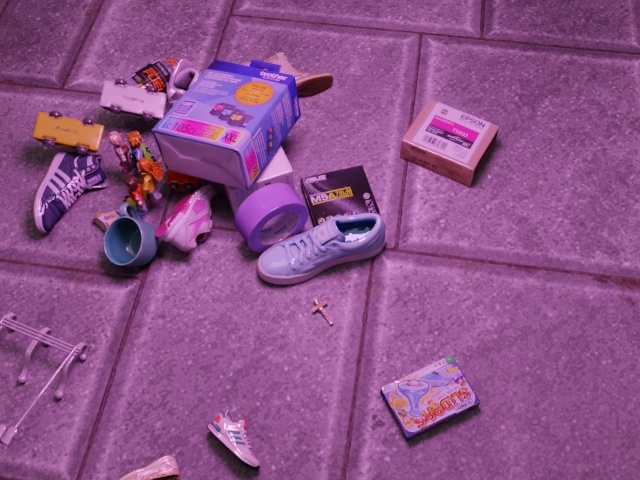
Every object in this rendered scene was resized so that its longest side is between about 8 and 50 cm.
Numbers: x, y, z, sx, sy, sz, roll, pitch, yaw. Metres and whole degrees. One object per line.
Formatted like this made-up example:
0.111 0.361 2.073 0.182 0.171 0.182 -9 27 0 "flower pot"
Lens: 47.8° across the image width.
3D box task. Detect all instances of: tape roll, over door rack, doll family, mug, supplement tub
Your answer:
-0.131 -0.060 1.940 0.188 0.189 0.080 -29 62 -16 "tape roll"
-0.752 0.335 1.736 0.239 0.108 0.324 19 39 12 "over door rack"
-0.497 -0.212 1.993 0.118 0.163 0.263 -21 60 -12 "doll family"
-0.497 -0.007 1.946 0.129 0.097 0.158 24 93 24 "mug"
-0.527 -0.488 2.260 0.190 0.117 0.117 -39 65 -21 "supplement tub"

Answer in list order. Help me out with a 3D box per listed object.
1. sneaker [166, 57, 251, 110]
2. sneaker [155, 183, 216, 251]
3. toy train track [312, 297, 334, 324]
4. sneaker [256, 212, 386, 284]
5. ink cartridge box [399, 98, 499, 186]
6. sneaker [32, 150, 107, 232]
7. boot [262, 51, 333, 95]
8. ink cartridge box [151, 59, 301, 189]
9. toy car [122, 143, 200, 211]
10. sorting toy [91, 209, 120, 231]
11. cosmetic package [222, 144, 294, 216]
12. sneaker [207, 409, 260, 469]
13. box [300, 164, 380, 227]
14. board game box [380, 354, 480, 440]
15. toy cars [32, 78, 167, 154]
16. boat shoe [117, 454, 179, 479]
-0.323 -0.470 2.189 0.137 0.210 0.366 36 65 21 "sneaker"
-0.352 -0.057 2.004 0.111 0.103 0.252 48 44 -19 "sneaker"
0.007 0.187 1.887 0.048 0.014 0.083 -27 67 -23 "toy train track"
0.000 0.000 1.923 0.365 0.150 0.135 -19 59 -11 "sneaker"
0.380 -0.292 2.137 0.234 0.088 0.193 25 63 17 "ink cartridge box"
-0.706 -0.143 2.057 0.153 0.099 0.282 3 55 5 "sneaker"
-0.080 -0.534 2.306 0.213 0.077 0.165 -17 57 -6 "boot"
-0.232 -0.344 1.981 0.269 0.151 0.396 15 50 19 "ink cartridge box"
-0.489 -0.190 2.110 0.238 0.053 0.225 -26 61 -15 "toy car"
-0.590 -0.060 2.043 0.083 0.045 0.075 35 46 21 "sorting toy"
-0.181 -0.177 2.037 0.183 0.151 0.152 -19 58 -9 "cosmetic package"
-0.189 0.462 1.690 0.161 0.057 0.075 36 70 24 "sneaker"
0.055 -0.117 2.058 0.190 0.045 0.184 -12 61 -7 "box"
0.264 0.379 1.747 0.201 0.035 0.136 -23 60 -13 "board game box"
-0.639 -0.356 2.121 0.393 0.087 0.177 -30 87 -16 "toy cars"
-0.399 0.551 1.635 0.170 0.063 0.059 -27 55 -16 "boat shoe"
